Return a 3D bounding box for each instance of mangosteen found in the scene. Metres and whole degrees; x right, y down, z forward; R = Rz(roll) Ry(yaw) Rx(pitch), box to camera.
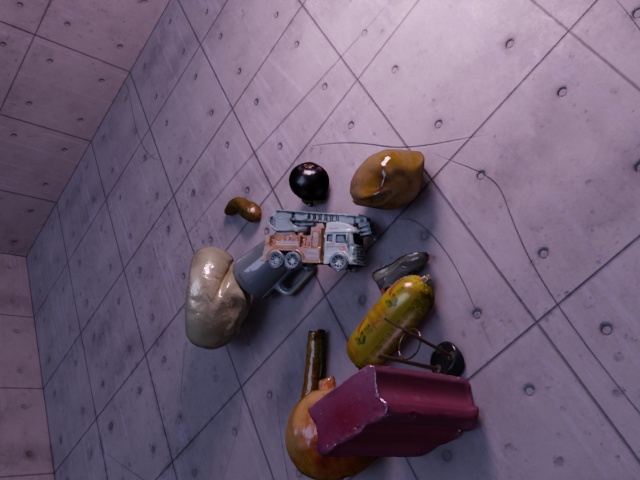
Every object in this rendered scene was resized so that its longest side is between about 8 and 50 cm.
[{"bbox_3d":[-0.036,-0.176,2.008,0.137,0.137,0.151,34,139,46],"label":"mangosteen"}]

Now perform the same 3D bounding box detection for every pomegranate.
[{"bbox_3d":[0.030,0.498,1.656,0.229,0.252,0.270,134,131,-56],"label":"pomegranate"}]

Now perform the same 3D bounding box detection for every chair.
[{"bbox_3d":[0.251,0.266,1.532,0.104,0.222,0.095,-49,25,29],"label":"chair"}]

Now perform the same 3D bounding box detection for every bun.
[{"bbox_3d":[-0.348,0.199,2.128,0.365,0.219,0.365,-175,90,-82],"label":"bun"}]

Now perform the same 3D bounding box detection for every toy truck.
[{"bbox_3d":[0.000,0.000,1.840,0.338,0.133,0.184,1,86,23],"label":"toy truck"}]

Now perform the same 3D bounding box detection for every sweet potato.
[{"bbox_3d":[-0.295,-0.120,2.307,0.233,0.062,0.081,16,93,51],"label":"sweet potato"}]

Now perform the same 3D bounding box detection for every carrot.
[{"bbox_3d":[-0.020,0.396,1.864,0.070,0.070,0.260,-9,73,45],"label":"carrot"}]

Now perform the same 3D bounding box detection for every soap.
[{"bbox_3d":[0.180,0.406,1.436,0.233,0.360,0.128,-42,49,31],"label":"soap"}]

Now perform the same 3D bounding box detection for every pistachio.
[{"bbox_3d":[0.183,-0.176,1.749,0.213,0.162,0.260,-38,19,-14],"label":"pistachio"}]

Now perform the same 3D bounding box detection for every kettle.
[{"bbox_3d":[-0.138,0.083,2.033,0.243,0.160,0.210,-39,72,26],"label":"kettle"}]

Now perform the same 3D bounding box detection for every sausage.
[{"bbox_3d":[0.185,0.220,1.652,0.347,0.123,0.123,-55,46,23],"label":"sausage"}]

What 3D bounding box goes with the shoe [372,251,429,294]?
[{"bbox_3d":[0.226,0.091,1.690,0.194,0.074,0.077,-30,70,41],"label":"shoe"}]
